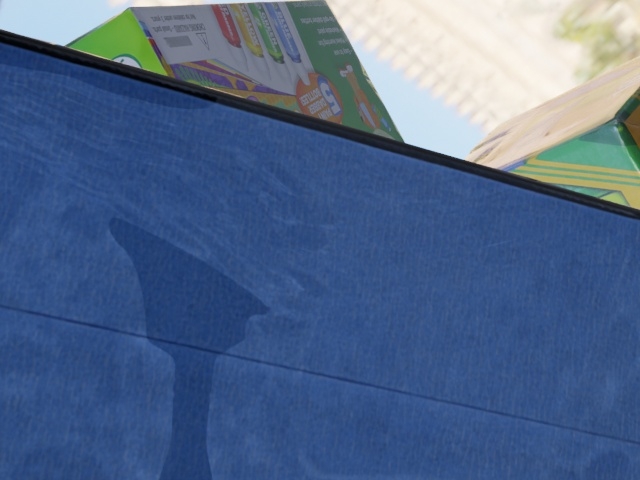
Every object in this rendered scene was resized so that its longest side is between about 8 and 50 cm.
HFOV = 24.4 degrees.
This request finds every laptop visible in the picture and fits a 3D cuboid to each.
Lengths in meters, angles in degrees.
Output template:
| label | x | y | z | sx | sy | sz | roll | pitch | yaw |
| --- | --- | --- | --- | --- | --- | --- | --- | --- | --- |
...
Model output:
| label | x | y | z | sx | sy | sz | roll | pitch | yaw |
| --- | --- | --- | --- | --- | --- | --- | --- | --- | --- |
| laptop | 0.019 | 0.156 | 0.242 | 0.382 | 0.236 | 0.408 | 14 | -160 | -18 |

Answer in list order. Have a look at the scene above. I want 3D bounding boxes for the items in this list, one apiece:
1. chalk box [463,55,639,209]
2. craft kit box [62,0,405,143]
| label | x | y | z | sx | sy | sz | roll | pitch | yaw |
| --- | --- | --- | --- | --- | --- | --- | --- | --- | --- |
| chalk box | 0.205 | -0.011 | 1.192 | 0.180 | 0.289 | 0.179 | 56 | -135 | -8 |
| craft kit box | 0.000 | 0.000 | 0.732 | 0.246 | 0.061 | 0.250 | 64 | -158 | -1 |
